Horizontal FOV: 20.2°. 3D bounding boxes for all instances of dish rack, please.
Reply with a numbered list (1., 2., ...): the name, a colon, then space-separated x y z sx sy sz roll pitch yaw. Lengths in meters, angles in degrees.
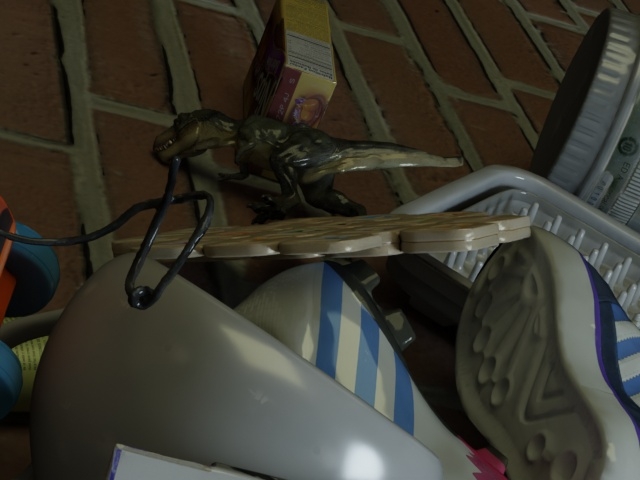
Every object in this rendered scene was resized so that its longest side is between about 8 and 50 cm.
1. dish rack: 0.225 0.063 1.496 0.332 0.072 0.285 33 28 19

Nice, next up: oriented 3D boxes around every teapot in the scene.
1. teapot: -0.073 0.137 0.997 0.252 0.187 0.256 37 -5 -16

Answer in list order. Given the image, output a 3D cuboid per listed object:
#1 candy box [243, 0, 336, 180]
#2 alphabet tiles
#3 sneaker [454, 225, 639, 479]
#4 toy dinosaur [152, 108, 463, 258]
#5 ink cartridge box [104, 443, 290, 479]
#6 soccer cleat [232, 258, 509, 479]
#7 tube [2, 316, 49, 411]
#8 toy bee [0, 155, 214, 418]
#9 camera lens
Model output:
1. candy box: -0.030 -0.142 1.631 0.053 0.109 0.187 18 27 -11
2. alphabet tiles: 0.000 0.000 1.301 0.284 0.021 0.278 -2 4 24
3. sneaker: 0.235 0.138 1.273 0.236 0.130 0.323 27 24 -22
4. toy dinosaur: -0.008 -0.054 1.505 0.268 0.064 0.118 8 50 -7
5. ink cartridge box: -0.030 0.217 0.855 0.208 0.206 0.045 17 -7 -17
6. soccer cleat: 0.039 0.159 1.144 0.143 0.116 0.331 -27 59 -16
7. tube: -0.201 0.078 1.138 0.240 0.062 0.070 3 -6 -28
8. toy bee: -0.210 0.007 0.942 0.162 0.298 0.195 34 25 -22
9. camera lens: 0.360 -0.079 1.707 0.274 0.219 0.219 22 26 -3
